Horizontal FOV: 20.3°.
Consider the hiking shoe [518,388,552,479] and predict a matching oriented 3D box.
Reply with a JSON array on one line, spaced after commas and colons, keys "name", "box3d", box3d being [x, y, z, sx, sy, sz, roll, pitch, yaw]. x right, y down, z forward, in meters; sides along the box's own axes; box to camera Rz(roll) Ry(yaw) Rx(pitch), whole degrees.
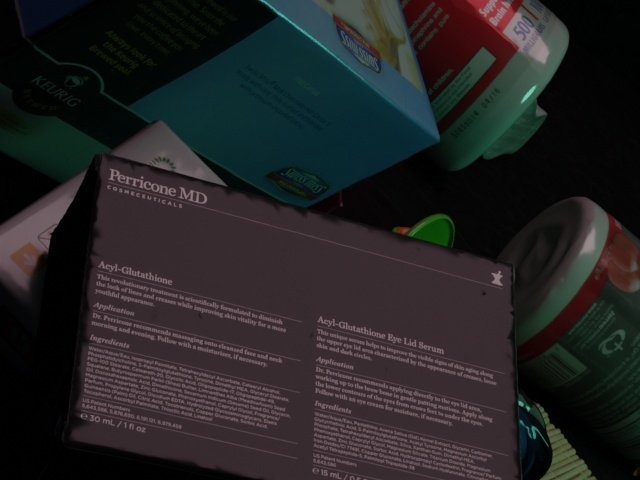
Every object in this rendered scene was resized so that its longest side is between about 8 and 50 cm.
[{"name": "hiking shoe", "box3d": [0.060, 0.160, 1.250, 0.304, 0.113, 0.132, 15, 43, -42]}]

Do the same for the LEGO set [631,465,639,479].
[{"name": "LEGO set", "box3d": [0.338, 0.306, 1.235, 0.331, 0.255, 0.192, 48, 0, -8]}]

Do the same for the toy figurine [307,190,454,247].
[{"name": "toy figurine", "box3d": [0.000, 0.000, 1.509, 0.159, 0.130, 0.173, 35, 38, 22]}]

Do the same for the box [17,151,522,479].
[{"name": "box", "box3d": [-0.024, 0.079, 1.000, 0.261, 0.103, 0.184, 15, 56, -18]}]

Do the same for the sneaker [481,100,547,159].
[{"name": "sneaker", "box3d": [0.203, -0.199, 2.387, 0.169, 0.108, 0.292, 44, 8, 9]}]

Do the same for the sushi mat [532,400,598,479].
[{"name": "sushi mat", "box3d": [0.180, 0.208, 1.507, 0.151, 0.019, 0.316, 47, 18, 16]}]

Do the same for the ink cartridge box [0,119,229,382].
[{"name": "ink cartridge box", "box3d": [-0.036, 0.103, 1.083, 0.371, 0.069, 0.175, 44, 48, 9]}]

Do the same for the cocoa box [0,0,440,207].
[{"name": "cocoa box", "box3d": [-0.106, -0.173, 1.271, 0.347, 0.228, 0.231, 31, 39, -55]}]

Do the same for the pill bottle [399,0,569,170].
[{"name": "pill bottle", "box3d": [0.073, -0.289, 2.091, 0.407, 0.229, 0.229, 40, 18, -8]}]

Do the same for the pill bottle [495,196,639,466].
[{"name": "pill bottle", "box3d": [0.317, 0.116, 1.756, 0.318, 0.176, 0.176, 38, 18, -14]}]
